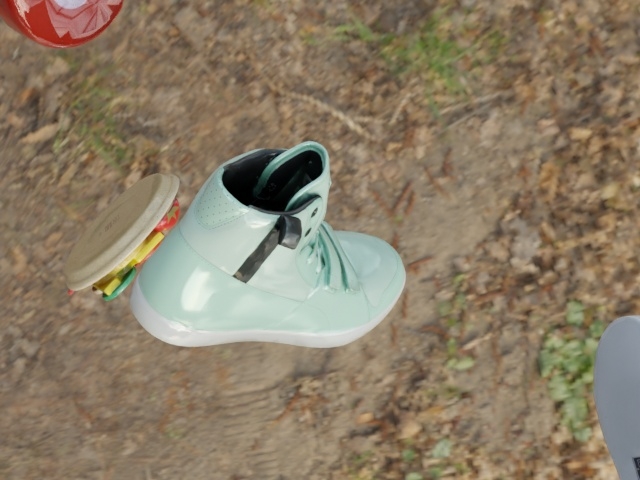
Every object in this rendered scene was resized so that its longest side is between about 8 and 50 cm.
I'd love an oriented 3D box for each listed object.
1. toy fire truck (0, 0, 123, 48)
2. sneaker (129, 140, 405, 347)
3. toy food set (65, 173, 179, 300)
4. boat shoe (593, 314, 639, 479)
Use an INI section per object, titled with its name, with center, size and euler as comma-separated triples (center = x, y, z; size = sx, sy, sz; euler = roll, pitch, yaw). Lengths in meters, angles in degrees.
[toy fire truck]
center = -0.279, -0.250, 0.837
size = 0.302, 0.169, 0.254
euler = -30, 133, -30
[sneaker]
center = 0.000, 0.000, 0.884
size = 0.256, 0.151, 0.094
euler = -5, 51, -46
[toy food set]
center = -0.102, -0.002, 0.634
size = 0.082, 0.083, 0.020
euler = -48, 112, -10
[boat shoe]
center = 0.339, 0.198, 1.200
size = 0.084, 0.095, 0.258
euler = -9, 90, -40
